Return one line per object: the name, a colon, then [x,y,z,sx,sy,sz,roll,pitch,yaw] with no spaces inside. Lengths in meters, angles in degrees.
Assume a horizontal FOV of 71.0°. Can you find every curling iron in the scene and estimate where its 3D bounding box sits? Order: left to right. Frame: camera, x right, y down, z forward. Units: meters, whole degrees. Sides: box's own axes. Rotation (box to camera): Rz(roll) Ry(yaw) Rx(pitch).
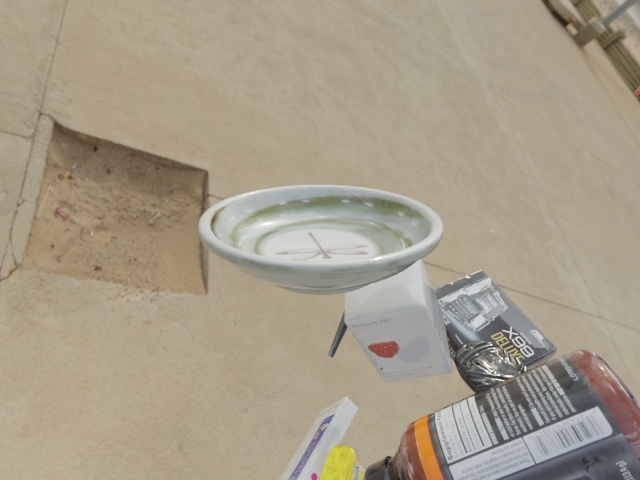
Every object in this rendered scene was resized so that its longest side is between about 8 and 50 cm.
curling iron: [0.096,0.238,1.392,0.068,0.035,0.274,34,77,-20]

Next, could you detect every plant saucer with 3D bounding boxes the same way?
plant saucer: [0.000,0.000,0.763,0.400,0.400,0.101,-25,123,-47]

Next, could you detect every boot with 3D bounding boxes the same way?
boot: [0.318,0.308,0.735,0.094,0.207,0.246,-26,38,-27]

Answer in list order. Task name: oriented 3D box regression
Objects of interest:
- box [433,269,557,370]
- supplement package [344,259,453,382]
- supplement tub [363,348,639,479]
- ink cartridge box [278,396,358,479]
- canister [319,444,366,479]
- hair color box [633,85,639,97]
box: [0.451,0.246,1.256,0.242,0.077,0.308,-17,49,-19]
supplement package: [0.185,0.182,1.053,0.176,0.177,0.293,-86,154,-43]
supplement tub: [0.133,0.167,0.330,0.106,0.197,0.106,54,15,-22]
ink cartridge box: [-0.028,0.641,1.328,0.069,0.176,0.371,44,45,3]
canister: [0.076,0.658,1.218,0.170,0.073,0.126,60,39,-30]
hair color box: [0.768,-0.348,1.015,0.141,0.072,0.043,-10,46,-45]
